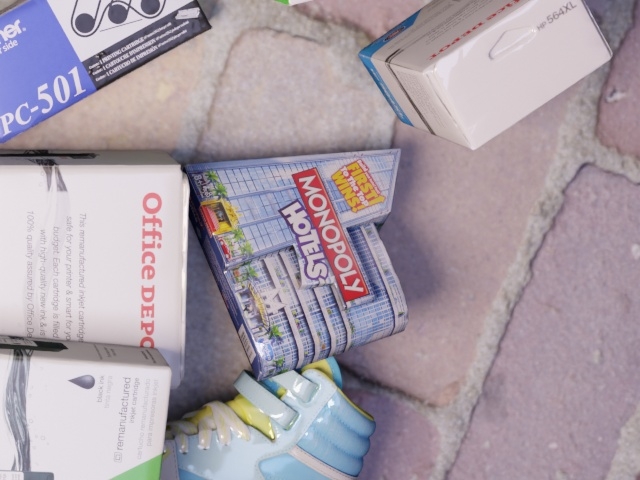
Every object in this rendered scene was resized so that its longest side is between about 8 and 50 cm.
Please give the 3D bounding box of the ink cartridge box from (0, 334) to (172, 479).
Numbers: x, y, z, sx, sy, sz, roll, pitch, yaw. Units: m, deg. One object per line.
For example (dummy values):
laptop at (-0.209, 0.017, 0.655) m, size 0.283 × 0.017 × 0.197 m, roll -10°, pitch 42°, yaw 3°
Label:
ink cartridge box at (-0.235, 0.158, 1.412) m, size 0.208 × 0.087 × 0.153 m, roll 5°, pitch 96°, yaw -14°

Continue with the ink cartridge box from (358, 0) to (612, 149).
ink cartridge box at (0.137, -0.160, 1.506) m, size 0.148 × 0.203 × 0.086 m, roll -34°, pitch 108°, yaw -5°

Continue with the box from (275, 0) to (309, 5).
box at (0.042, -0.285, 1.425) m, size 0.231 × 0.262 × 0.126 m, roll -14°, pitch 105°, yaw -13°

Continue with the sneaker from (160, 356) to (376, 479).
sneaker at (-0.096, 0.166, 1.558) m, size 0.319 × 0.127 × 0.208 m, roll 17°, pitch 99°, yaw -27°

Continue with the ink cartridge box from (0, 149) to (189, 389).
ink cartridge box at (-0.256, 0.025, 1.488) m, size 0.273 × 0.114 × 0.197 m, roll 0°, pitch 102°, yaw -13°

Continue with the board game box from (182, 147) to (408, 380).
board game box at (0.000, 0.000, 1.545) m, size 0.194 × 0.060 × 0.194 m, roll -19°, pitch 74°, yaw -18°

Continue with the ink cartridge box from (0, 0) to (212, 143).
ink cartridge box at (-0.207, -0.175, 1.496) m, size 0.207 × 0.046 × 0.097 m, roll -30°, pitch 106°, yaw -7°
